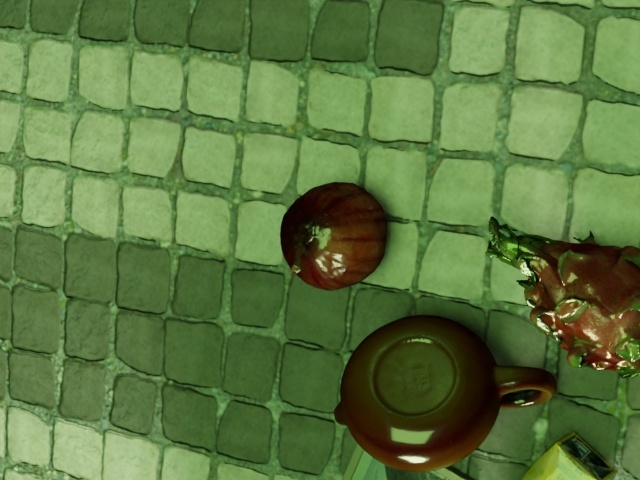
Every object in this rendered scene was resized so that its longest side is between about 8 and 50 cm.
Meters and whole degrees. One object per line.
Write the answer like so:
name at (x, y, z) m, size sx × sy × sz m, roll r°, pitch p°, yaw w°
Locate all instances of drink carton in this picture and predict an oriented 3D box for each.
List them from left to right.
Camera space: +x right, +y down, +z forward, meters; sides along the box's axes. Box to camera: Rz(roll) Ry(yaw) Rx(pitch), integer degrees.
drink carton at (0.232, 0.306, 1.419) m, size 0.084 × 0.074 × 0.200 m, roll 43°, pitch 113°, yaw 17°

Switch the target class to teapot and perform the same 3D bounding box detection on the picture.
teapot at (0.134, 0.173, 1.438) m, size 0.252 × 0.135 × 0.178 m, roll -6°, pitch 63°, yaw 9°

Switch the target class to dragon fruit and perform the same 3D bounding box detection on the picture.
dragon fruit at (0.272, 0.049, 1.340) m, size 0.236 × 0.137 × 0.135 m, roll 36°, pitch 107°, yaw 22°

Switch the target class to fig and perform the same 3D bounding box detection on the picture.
fig at (0.002, 0.002, 1.478) m, size 0.128 × 0.150 × 0.128 m, roll 43°, pitch 148°, yaw 36°

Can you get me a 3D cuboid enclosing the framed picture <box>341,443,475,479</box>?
framed picture at (0.081, 0.333, 1.531) m, size 0.150 × 0.015 × 0.203 m, roll 29°, pitch 108°, yaw 20°
